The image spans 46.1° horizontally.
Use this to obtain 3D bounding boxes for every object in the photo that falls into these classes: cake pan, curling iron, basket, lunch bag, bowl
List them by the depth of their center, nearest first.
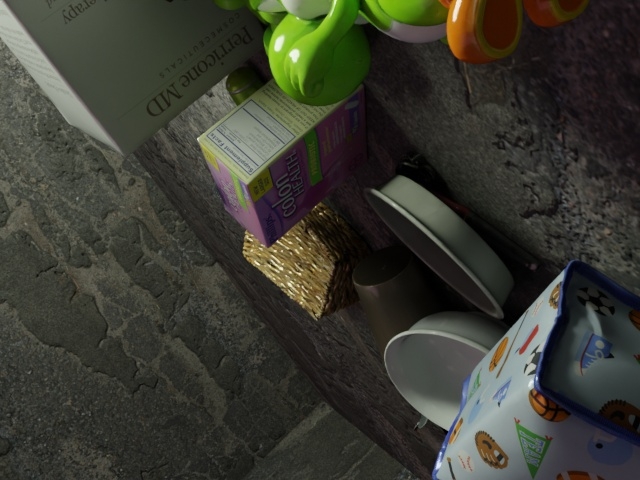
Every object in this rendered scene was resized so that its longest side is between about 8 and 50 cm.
[{"bbox_3d":[0.379,0.266,0.914,0.385,0.239,0.328,28,143,3],"label":"lunch bag"},{"bbox_3d":[0.213,-0.041,1.128,0.274,0.035,0.068,43,164,20],"label":"curling iron"},{"bbox_3d":[0.188,0.004,1.171,0.293,0.054,0.293,44,178,2],"label":"cake pan"},{"bbox_3d":[0.276,0.224,1.355,0.298,0.134,0.298,24,142,21],"label":"bowl"},{"bbox_3d":[0.167,0.136,1.497,0.204,0.154,0.227,-1,127,41],"label":"basket"},{"bbox_3d":[0.000,0.000,1.735,0.299,0.223,0.213,38,129,34],"label":"basket"}]

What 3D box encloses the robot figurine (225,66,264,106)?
[{"bbox_3d":[-0.137,-0.283,1.447,0.115,0.067,0.101,57,175,-31],"label":"robot figurine"}]

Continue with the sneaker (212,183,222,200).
[{"bbox_3d":[-0.210,-0.106,2.149,0.209,0.069,0.082,37,-163,7],"label":"sneaker"}]

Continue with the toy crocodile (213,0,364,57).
[{"bbox_3d":[-0.076,-0.352,1.036,0.340,0.105,0.115,48,166,20],"label":"toy crocodile"}]

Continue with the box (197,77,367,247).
[{"bbox_3d":[-0.049,-0.144,1.206,0.117,0.243,0.213,43,164,22],"label":"box"}]

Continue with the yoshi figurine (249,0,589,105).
[{"bbox_3d":[0.063,-0.212,0.739,0.203,0.203,0.362,29,171,-41],"label":"yoshi figurine"}]

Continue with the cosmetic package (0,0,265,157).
[{"bbox_3d":[-0.365,-0.413,1.250,0.327,0.329,0.394,28,156,53],"label":"cosmetic package"}]

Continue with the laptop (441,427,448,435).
[{"bbox_3d":[0.368,0.443,1.971,0.264,0.136,0.234,-18,116,46],"label":"laptop"}]

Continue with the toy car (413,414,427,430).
[{"bbox_3d":[0.278,0.349,1.638,0.149,0.188,0.155,45,165,14],"label":"toy car"}]
